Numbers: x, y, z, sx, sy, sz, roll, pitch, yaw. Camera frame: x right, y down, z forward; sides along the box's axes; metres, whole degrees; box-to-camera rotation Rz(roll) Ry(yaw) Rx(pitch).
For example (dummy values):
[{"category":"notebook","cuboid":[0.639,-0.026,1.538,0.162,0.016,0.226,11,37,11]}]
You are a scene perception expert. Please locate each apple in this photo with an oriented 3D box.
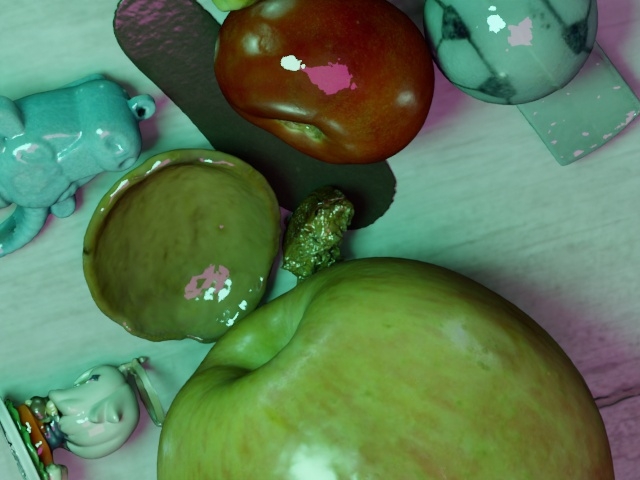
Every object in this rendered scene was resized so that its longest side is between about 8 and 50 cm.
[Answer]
[{"category":"apple","cuboid":[0.051,0.200,1.706,0.391,0.391,0.346,-34,112,9]}]

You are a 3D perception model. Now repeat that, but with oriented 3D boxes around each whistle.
[{"category":"whistle","cuboid":[0.185,-0.169,1.662,0.163,0.163,0.289,-37,116,10]},{"category":"whistle","cuboid":[-0.272,-0.073,1.675,0.274,0.093,0.186,-21,144,5]}]

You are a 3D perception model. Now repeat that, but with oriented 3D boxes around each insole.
[{"category":"insole","cuboid":[-0.060,-0.115,1.733,0.111,0.007,0.328,-44,115,12]}]

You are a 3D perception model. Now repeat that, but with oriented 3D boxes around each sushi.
[{"category":"sushi","cuboid":[-0.004,-0.001,1.764,0.061,0.060,0.118,1,128,-10]}]

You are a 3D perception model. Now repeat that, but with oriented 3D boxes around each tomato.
[{"category":"tomato","cuboid":[0.006,-0.149,1.631,0.195,0.195,0.136,26,77,-20]}]

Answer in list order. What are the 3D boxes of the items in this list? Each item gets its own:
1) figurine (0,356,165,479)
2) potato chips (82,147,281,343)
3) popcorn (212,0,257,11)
[{"category":"figurine","cuboid":[-0.219,0.174,1.803,0.154,0.132,0.132,-25,118,-12]},{"category":"potato chips","cuboid":[-0.125,0.000,1.745,0.195,0.062,0.208,-36,128,5]},{"category":"popcorn","cuboid":[-0.045,-0.308,1.521,0.256,0.195,0.255,-19,118,-38]}]
